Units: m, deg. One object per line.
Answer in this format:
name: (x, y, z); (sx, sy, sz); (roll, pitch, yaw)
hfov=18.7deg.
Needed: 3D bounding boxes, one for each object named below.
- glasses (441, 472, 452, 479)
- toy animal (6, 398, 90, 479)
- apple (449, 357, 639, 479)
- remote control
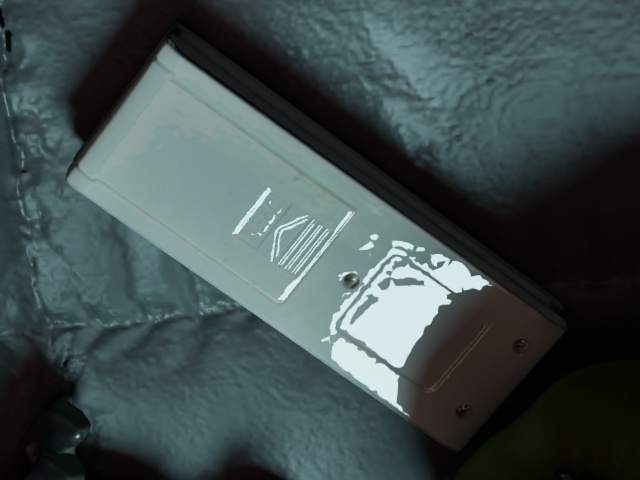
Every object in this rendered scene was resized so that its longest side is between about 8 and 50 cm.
glasses: (0.074, 0.195, 1.144); (0.062, 0.140, 0.103); (41, 100, 28)
toy animal: (-0.058, 0.241, 1.170); (0.343, 0.106, 0.168); (38, 108, -14)
apple: (0.202, 0.246, 1.022); (0.357, 0.357, 0.357); (1, 111, 4)
remote control: (0.000, 0.000, 1.098); (0.277, 0.055, 0.103); (35, 110, -11)
